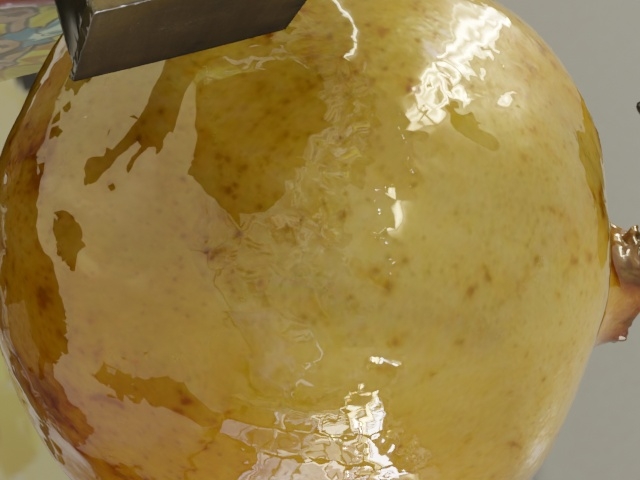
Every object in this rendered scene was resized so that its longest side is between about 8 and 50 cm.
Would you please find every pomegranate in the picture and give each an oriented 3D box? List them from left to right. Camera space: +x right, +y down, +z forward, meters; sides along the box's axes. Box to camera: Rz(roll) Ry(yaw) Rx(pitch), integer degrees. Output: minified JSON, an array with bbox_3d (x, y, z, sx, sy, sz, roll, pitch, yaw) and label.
[{"bbox_3d":[0.000,0.000,0.765,0.264,0.264,0.264,167,-90,-78],"label":"pomegranate"}]

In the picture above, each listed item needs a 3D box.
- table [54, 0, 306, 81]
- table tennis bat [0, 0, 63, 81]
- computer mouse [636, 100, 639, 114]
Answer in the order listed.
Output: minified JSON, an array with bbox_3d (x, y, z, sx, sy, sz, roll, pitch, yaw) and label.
[{"bbox_3d":[-0.047,-0.101,0.566,0.083,0.070,0.082,145,-71,-77],"label":"table"},{"bbox_3d":[-0.282,-0.096,1.062,0.268,0.414,0.051,-2,81,-79],"label":"table tennis bat"},{"bbox_3d":[0.272,-0.041,0.937,0.264,0.088,0.147,24,-15,31],"label":"computer mouse"}]
